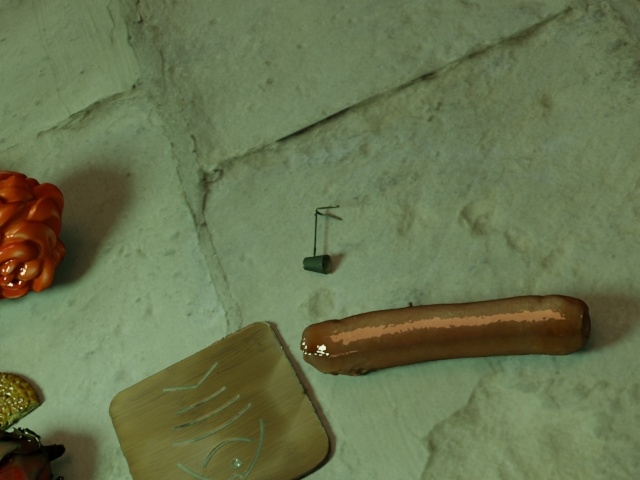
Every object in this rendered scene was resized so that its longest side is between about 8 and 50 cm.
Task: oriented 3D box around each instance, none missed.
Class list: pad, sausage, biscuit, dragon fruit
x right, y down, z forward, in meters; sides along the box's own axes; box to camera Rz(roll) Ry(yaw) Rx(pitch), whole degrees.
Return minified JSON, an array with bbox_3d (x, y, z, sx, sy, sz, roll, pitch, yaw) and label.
[{"bbox_3d":[-0.155,0.279,1.706,0.286,0.018,0.284,-28,50,-3],"label":"pad"},{"bbox_3d":[0.177,0.137,1.658,0.419,0.094,0.094,-8,37,13],"label":"sausage"},{"bbox_3d":[-0.557,0.273,1.843,0.206,0.025,0.126,-30,50,-6],"label":"biscuit"},{"bbox_3d":[-0.481,0.352,1.666,0.188,0.182,0.182,-51,53,1],"label":"dragon fruit"}]

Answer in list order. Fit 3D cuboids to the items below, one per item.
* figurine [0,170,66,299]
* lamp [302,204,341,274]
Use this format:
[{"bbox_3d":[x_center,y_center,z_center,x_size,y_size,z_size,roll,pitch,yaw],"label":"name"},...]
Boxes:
[{"bbox_3d":[-0.636,-0.015,1.962,0.412,0.241,0.306,14,24,39],"label":"figurine"},{"bbox_3d":[-0.001,0.001,1.861,0.054,0.041,0.121,0,57,30],"label":"lamp"}]
